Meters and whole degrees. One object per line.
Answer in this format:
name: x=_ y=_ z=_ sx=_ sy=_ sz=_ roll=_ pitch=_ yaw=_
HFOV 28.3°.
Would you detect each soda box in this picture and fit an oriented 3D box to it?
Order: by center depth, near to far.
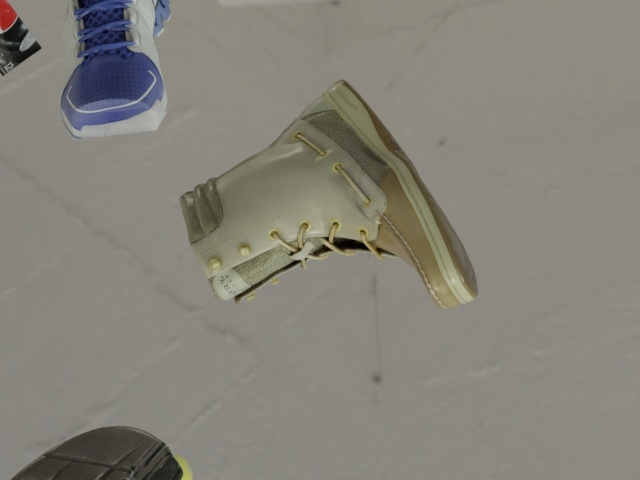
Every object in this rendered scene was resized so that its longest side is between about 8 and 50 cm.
soda box: x=-0.347 y=-0.239 z=1.286 sx=0.053 sy=0.169 sz=0.060 roll=-38 pitch=-115 yaw=-5

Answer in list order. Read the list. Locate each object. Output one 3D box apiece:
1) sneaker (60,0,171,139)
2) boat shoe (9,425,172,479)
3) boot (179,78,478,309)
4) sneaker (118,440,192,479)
sneaker: x=-0.246 y=-0.266 z=1.418 sx=0.127 sy=0.182 sz=0.315 roll=-8 pitch=-137 yaw=4
boat shoe: x=-0.260 y=0.302 z=1.088 sx=0.132 sy=0.130 sz=0.355 roll=41 pitch=-123 yaw=5
boot: x=0.000 y=0.000 z=0.887 sx=0.165 sy=0.077 sz=0.213 roll=-33 pitch=-128 yaw=2
sneaker: x=-0.114 y=0.212 z=0.857 sx=0.094 sy=0.208 sz=0.081 roll=38 pitch=-131 yaw=8
